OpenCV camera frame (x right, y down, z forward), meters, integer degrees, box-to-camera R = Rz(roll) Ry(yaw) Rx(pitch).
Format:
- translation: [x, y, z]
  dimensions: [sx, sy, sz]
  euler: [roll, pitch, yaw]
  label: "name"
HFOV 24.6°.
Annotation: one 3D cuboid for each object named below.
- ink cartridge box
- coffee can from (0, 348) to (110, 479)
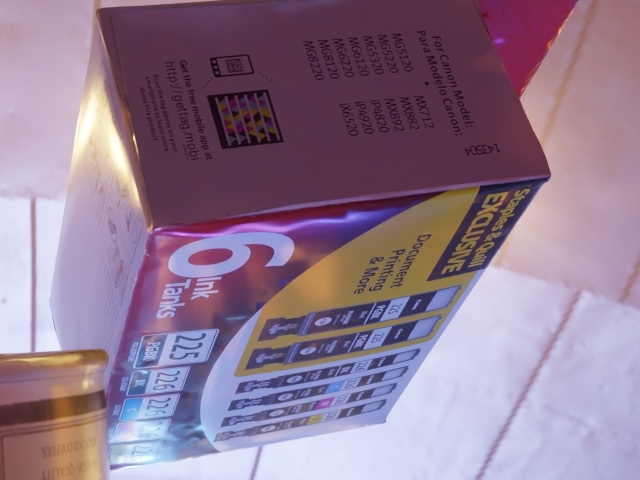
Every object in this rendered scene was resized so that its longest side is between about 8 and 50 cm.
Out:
- translation: [0.000, 0.000, 0.837]
  dimensions: [0.272, 0.130, 0.309]
  euler: [-8, -27, -19]
  label: "ink cartridge box"
- translation: [-0.154, 0.176, 0.436]
  dimensions: [0.202, 0.201, 0.275]
  euler: [-3, -93, -6]
  label: "coffee can"
